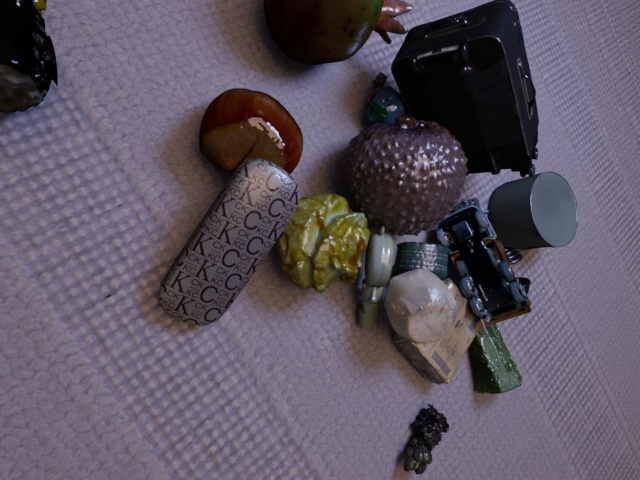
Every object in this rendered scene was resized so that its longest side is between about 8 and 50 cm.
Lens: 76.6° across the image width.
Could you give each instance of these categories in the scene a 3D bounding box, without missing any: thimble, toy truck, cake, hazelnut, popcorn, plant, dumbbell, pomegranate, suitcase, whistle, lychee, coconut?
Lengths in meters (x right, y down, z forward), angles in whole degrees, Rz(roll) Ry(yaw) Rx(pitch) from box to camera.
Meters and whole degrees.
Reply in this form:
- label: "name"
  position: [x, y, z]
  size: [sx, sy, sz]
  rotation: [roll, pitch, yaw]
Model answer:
- label: "thimble"
  position: [0.258, 0.055, 1.036]
  size: [0.135, 0.118, 0.090]
  rotation: [12, 77, -21]
- label: "toy truck"
  position: [0.439, 0.044, 1.099]
  size: [0.185, 0.133, 0.337]
  rotation: [-1, 66, -56]
- label: "cake"
  position: [0.469, 0.316, 1.165]
  size: [0.100, 0.099, 0.235]
  rotation: [-5, 65, -27]
- label: "hazelnut"
  position: [-0.140, -0.218, 0.849]
  size: [0.212, 0.181, 0.181]
  rotation: [31, 100, -20]
- label: "popcorn"
  position: [0.000, 0.000, 0.876]
  size: [0.204, 0.184, 0.221]
  rotation: [58, 47, -30]
- label: "plant"
  position: [0.260, 0.499, 1.012]
  size: [0.085, 0.087, 0.174]
  rotation: [30, 63, 10]
- label: "dumbbell"
  position: [0.556, 0.095, 1.198]
  size: [0.099, 0.099, 0.208]
  rotation: [-24, 96, -28]
- label: "pomegranate"
  position: [0.037, -0.548, 0.896]
  size: [0.324, 0.291, 0.290]
  rotation: [-24, 95, -16]
- label: "suitcase"
  position: [0.370, -0.341, 0.988]
  size: [0.434, 0.284, 0.194]
  rotation: [48, 57, -40]
- label: "whistle"
  position: [0.129, 0.088, 0.940]
  size: [0.067, 0.126, 0.257]
  rotation: [9, 112, 2]
- label: "lychee"
  position: [0.187, -0.150, 0.949]
  size: [0.301, 0.300, 0.299]
  rotation: [4, 82, -27]
- label: "coconut"
  position: [0.225, 0.145, 0.937]
  size: [0.161, 0.162, 0.160]
  rotation: [-3, 116, -7]

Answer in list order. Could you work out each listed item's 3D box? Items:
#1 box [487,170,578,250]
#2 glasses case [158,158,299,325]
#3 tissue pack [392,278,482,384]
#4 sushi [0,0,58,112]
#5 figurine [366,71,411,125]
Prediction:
- label: "box"
  position: [0.649, -0.084, 1.238]
  size: [0.227, 0.149, 0.225]
  rotation: [4, 82, -27]
- label: "glasses case"
  position: [-0.174, 0.007, 0.783]
  size: [0.137, 0.085, 0.354]
  rotation: [33, 95, -26]
- label: "tissue pack"
  position: [0.312, 0.236, 1.059]
  size: [0.186, 0.090, 0.222]
  rotation: [47, 67, -14]
- label: "sushi"
  position: [-0.562, -0.351, 0.554]
  size: [0.329, 0.329, 0.284]
  rotation: [2, 88, -22]
- label: "figurine"
  position: [0.180, -0.360, 1.068]
  size: [0.178, 0.114, 0.144]
  rotation: [-20, 70, -39]
